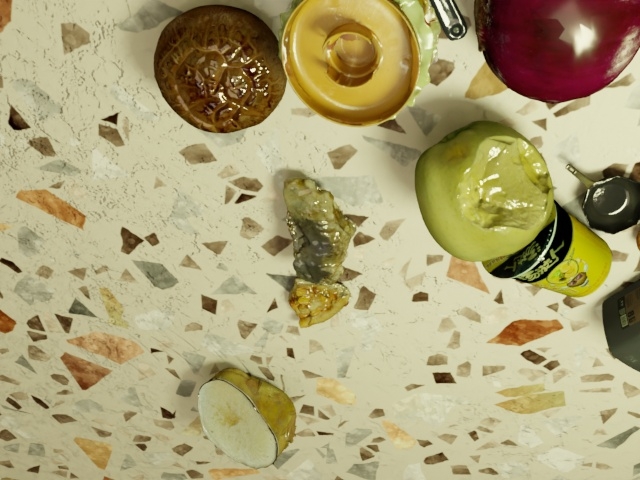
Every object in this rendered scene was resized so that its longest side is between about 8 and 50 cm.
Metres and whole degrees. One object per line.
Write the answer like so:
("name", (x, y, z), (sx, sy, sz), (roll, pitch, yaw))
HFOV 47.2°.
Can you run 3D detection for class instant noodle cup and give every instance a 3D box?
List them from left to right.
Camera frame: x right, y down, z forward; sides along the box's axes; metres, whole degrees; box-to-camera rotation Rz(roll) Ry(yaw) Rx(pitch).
("instant noodle cup", (0.494, 0.019, 1.581), (0.236, 0.215, 0.215), (24, 133, -28))

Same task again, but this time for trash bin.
("trash bin", (0.805, 0.165, 1.672), (0.182, 0.209, 0.290), (28, 136, -21))

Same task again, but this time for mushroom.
("mushroom", (-0.186, -0.318, 1.369), (0.253, 0.153, 0.253), (2, 124, 3))

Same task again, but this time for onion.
("onion", (0.397, -0.365, 1.179), (0.282, 0.260, 0.336), (0, 133, 0))

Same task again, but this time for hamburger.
("hamburger", (0.069, -0.349, 1.256), (0.274, 0.212, 0.274), (8, 126, 10))

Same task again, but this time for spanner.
("spanner", (0.183, -0.476, 1.254), (0.087, 0.024, 0.316), (-24, 126, 20))

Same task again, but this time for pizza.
("pizza", (-0.017, 0.149, 1.854), (0.182, 0.062, 0.161), (-23, 125, 28))

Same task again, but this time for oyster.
("oyster", (-0.003, 0.003, 1.676), (0.166, 0.110, 0.341), (5, 135, 3))

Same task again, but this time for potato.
("potato", (-0.204, 0.493, 2.138), (0.246, 0.196, 0.299), (-37, 91, 31))

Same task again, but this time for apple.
("apple", (0.317, -0.099, 1.438), (0.279, 0.279, 0.279), (4, 134, 4))

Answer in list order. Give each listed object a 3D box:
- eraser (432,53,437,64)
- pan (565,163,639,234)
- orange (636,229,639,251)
("eraser", (0.163, -0.349, 1.375), (0.105, 0.026, 0.065), (-15, 127, 20))
("pan", (0.599, -0.110, 1.533), (0.128, 0.048, 0.202), (-26, 115, 11))
("orange", (0.735, 0.001, 1.603), (0.084, 0.083, 0.083), (4, 134, 4))
